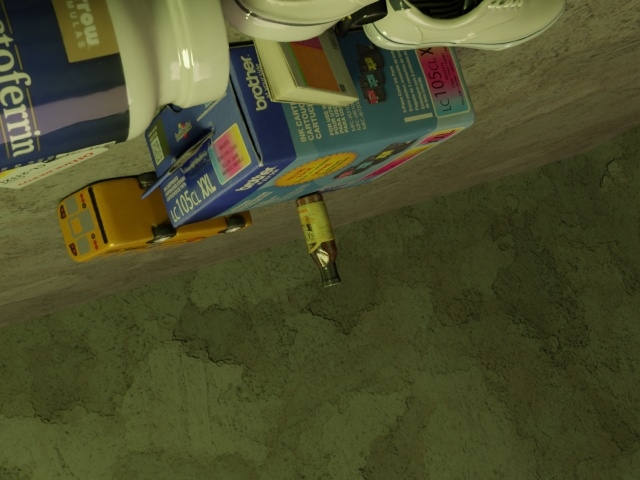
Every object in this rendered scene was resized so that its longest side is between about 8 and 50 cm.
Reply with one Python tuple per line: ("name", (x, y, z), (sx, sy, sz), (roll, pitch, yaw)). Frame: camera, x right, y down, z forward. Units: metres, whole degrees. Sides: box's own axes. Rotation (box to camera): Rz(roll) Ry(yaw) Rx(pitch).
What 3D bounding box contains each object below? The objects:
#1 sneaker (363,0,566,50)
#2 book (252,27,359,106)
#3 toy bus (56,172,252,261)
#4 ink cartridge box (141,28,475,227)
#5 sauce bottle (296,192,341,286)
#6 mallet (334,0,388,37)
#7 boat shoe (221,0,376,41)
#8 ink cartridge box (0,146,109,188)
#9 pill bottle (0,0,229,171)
("sneaker", (0.176, -0.259, 1.017), (0.258, 0.094, 0.091), (-16, 178, -22))
("book", (-0.015, -0.196, 0.995), (0.035, 0.096, 0.144), (-23, 172, 30))
("toy bus", (-0.264, -0.044, 1.552), (0.130, 0.108, 0.332), (-22, 173, 34))
("ink cartridge box", (-0.044, -0.142, 1.178), (0.395, 0.151, 0.270), (-13, 172, -32))
("sauce bottle", (0.000, 0.000, 1.282), (0.042, 0.128, 0.042), (-15, 176, -1))
("mallet", (0.031, -0.251, 0.971), (0.039, 0.062, 0.189), (-15, -171, -6))
("boat shoe", (0.040, -0.241, 0.775), (0.267, 0.096, 0.088), (-17, 170, -26))
("ink cartridge box", (-0.316, -0.111, 0.940), (0.127, 0.072, 0.175), (-21, 173, 15))
("pill bottle", (-0.209, -0.134, 0.674), (0.264, 0.153, 0.153), (-18, 174, -20))
